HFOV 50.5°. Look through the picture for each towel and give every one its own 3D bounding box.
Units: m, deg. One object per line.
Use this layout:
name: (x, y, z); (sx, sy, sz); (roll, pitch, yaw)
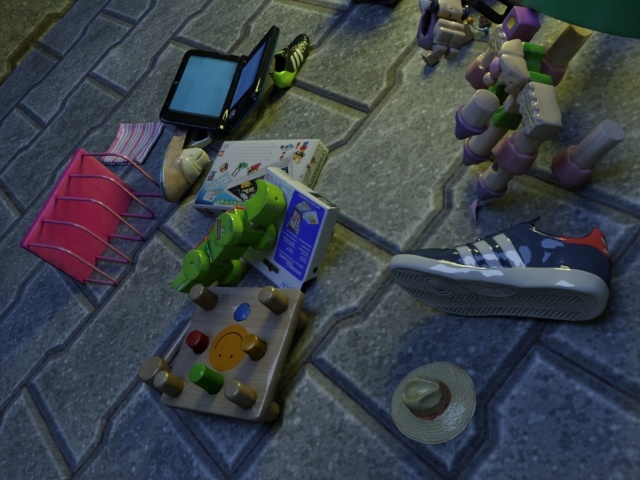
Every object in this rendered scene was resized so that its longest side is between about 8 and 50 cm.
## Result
towel: (-0.556, -0.287, 1.996); (0.197, 0.029, 0.144); (5, 63, 39)

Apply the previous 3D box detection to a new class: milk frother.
milk frother: (0.367, -0.537, 1.424); (0.129, 0.135, 0.143); (-53, 26, 28)

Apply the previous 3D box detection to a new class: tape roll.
tape roll: (0.495, -0.432, 1.151); (0.321, 0.077, 0.321); (6, 36, -5)

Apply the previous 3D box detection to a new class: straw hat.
straw hat: (0.162, 0.241, 1.051); (0.144, 0.061, 0.144); (-20, 48, 24)

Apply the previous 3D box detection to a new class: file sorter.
file sorter: (-0.552, -0.055, 1.699); (0.182, 0.202, 0.290); (5, 62, 37)

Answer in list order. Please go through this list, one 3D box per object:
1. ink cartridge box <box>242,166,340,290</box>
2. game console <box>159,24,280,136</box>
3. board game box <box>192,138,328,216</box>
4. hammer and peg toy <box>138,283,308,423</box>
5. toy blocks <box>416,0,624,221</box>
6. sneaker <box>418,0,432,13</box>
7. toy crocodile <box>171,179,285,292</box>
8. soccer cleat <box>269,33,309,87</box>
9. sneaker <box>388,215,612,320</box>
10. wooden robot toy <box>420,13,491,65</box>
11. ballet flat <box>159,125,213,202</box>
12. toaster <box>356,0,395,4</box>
ink cartridge box: (-0.067, -0.015, 1.377); (0.206, 0.045, 0.208); (36, 114, 39)
game console: (-0.258, -0.432, 1.753); (0.250, 0.173, 0.293); (-36, 35, 46)
board game box: (-0.143, -0.141, 1.563); (0.305, 0.053, 0.193); (6, 65, 39)
hammer and peg toy: (-0.209, 0.199, 1.309); (0.361, 0.127, 0.266); (-1, 59, 36)
toy blocks: (0.291, -0.222, 1.167); (0.260, 0.309, 0.288); (122, 151, -57)
sneaker: (0.347, -0.602, 1.507); (0.297, 0.111, 0.129); (-41, 50, 6)
toy crocodile: (-0.196, 0.006, 1.399); (0.340, 0.115, 0.105); (-43, 56, 35)
soccer cleat: (-0.078, -0.475, 1.747); (0.060, 0.072, 0.179); (2, 61, 38)
sneaker: (0.282, 0.032, 1.081); (0.350, 0.131, 0.148); (5, 55, 32)
wooden robot toy: (0.284, -0.461, 1.464); (0.173, 0.079, 0.076); (-31, 46, 14)
ballet flat: (-0.335, -0.235, 1.746); (0.106, 0.107, 0.316); (-8, 54, 16)
toaster: (0.149, -0.685, 1.696); (0.146, 0.129, 0.227); (-52, 43, -10)
